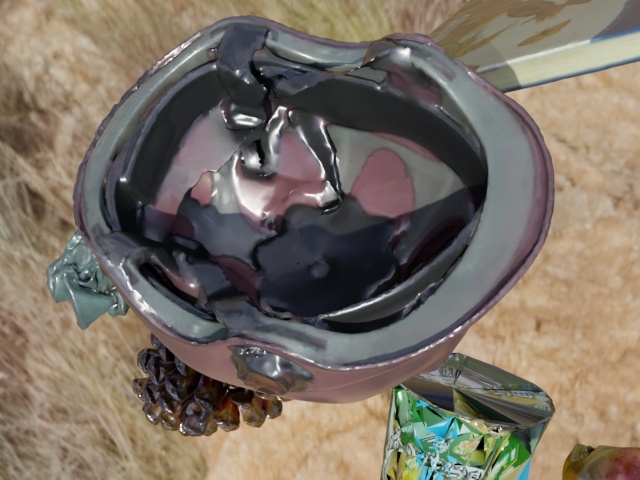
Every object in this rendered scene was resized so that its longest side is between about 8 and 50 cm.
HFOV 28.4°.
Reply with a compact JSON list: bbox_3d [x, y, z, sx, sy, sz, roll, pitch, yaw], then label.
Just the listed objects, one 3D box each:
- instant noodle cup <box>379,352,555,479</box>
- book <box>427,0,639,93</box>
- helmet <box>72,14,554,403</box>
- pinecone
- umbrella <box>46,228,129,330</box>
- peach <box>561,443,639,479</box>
[{"bbox_3d":[0.186,0.277,1.713,0.240,0.240,0.178,16,106,10],"label":"instant noodle cup"},{"bbox_3d":[0.270,-0.216,1.121,0.428,0.039,0.300,-10,24,41],"label":"book"},{"bbox_3d":[0.000,0.000,0.900,0.338,0.197,0.271,16,62,20],"label":"helmet"},{"bbox_3d":[-0.168,0.200,1.960,0.246,0.292,0.246,26,46,-30],"label":"pinecone"},{"bbox_3d":[-0.135,0.039,1.414,0.143,0.349,0.094,-38,61,30],"label":"umbrella"},{"bbox_3d":[0.373,0.320,1.589,0.151,0.151,0.118,-1,57,2],"label":"peach"}]
